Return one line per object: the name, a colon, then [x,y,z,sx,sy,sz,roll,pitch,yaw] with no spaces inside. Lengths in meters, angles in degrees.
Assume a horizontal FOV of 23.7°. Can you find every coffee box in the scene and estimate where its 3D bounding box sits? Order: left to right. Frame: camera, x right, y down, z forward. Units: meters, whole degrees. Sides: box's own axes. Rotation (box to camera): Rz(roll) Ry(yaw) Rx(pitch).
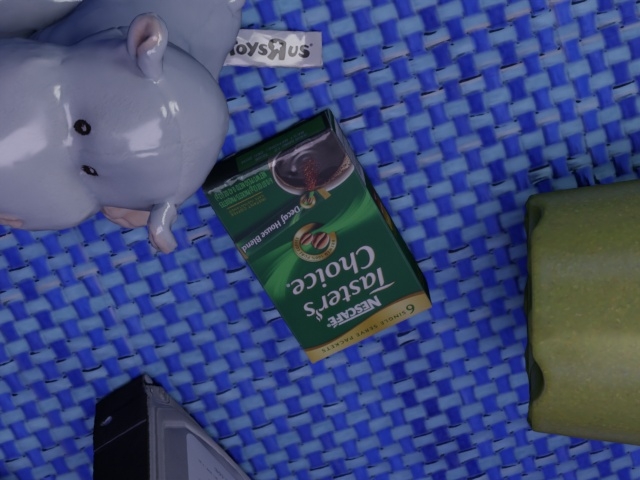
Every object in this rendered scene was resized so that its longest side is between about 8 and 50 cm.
coffee box: [0.000,0.000,1.174,0.113,0.040,0.184,-25,121,8]

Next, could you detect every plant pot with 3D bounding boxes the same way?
plant pot: [0.279,0.053,1.136,0.254,0.276,0.276,-1,122,7]

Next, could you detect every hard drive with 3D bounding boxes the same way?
hard drive: [-0.081,0.282,1.162,0.064,0.339,0.237,-32,119,13]

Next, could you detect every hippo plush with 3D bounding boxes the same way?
hippo plush: [-0.132,-0.070,1.000,0.294,0.236,0.234,-5,121,-4]
